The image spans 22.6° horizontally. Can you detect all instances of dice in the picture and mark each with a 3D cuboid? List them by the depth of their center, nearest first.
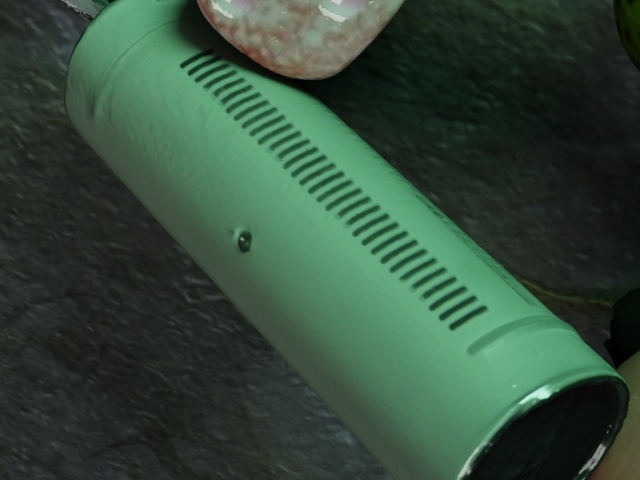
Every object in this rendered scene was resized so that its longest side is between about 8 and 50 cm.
[{"bbox_3d":[-0.003,-0.142,0.788,0.091,0.093,0.094,36,132,-12],"label":"dice"}]

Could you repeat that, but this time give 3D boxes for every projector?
[{"bbox_3d":[0.000,0.000,0.783,0.337,0.108,0.108,45,146,35],"label":"projector"}]

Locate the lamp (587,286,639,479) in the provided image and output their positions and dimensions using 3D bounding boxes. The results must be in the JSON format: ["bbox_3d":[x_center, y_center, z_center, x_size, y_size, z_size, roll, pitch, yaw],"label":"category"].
[{"bbox_3d":[0.245,0.114,0.816,0.305,0.239,0.305,-22,147,-15],"label":"lamp"}]

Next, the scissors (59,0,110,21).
[{"bbox_3d":[-0.172,-0.158,0.894,0.187,0.020,0.133,23,138,4],"label":"scissors"}]

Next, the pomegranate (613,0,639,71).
[{"bbox_3d":[0.203,-0.119,0.722,0.162,0.122,0.122,-6,134,-12],"label":"pomegranate"}]
